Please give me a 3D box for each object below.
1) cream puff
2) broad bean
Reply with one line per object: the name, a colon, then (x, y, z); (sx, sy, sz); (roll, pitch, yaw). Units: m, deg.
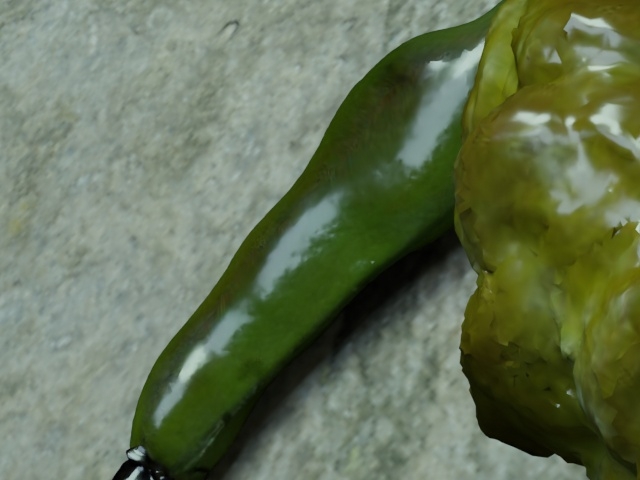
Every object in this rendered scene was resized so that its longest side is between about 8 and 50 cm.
cream puff: (0.148, 0.001, 0.561); (0.244, 0.196, 0.244); (3, 21, -1)
broad bean: (0.005, 0.004, 0.759); (0.325, 0.067, 0.075); (-51, 15, -4)
